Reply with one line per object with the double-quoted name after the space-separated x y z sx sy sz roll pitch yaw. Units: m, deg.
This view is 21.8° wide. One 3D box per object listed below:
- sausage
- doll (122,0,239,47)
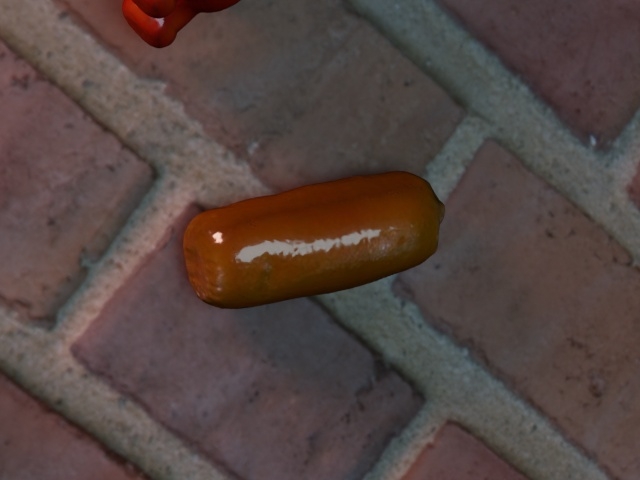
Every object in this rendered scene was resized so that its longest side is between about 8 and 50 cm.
0.000 0.000 1.446 0.238 0.098 0.098 -12 104 -19 "sausage"
-0.031 -0.296 1.335 0.105 0.200 0.336 43 79 5 "doll"
